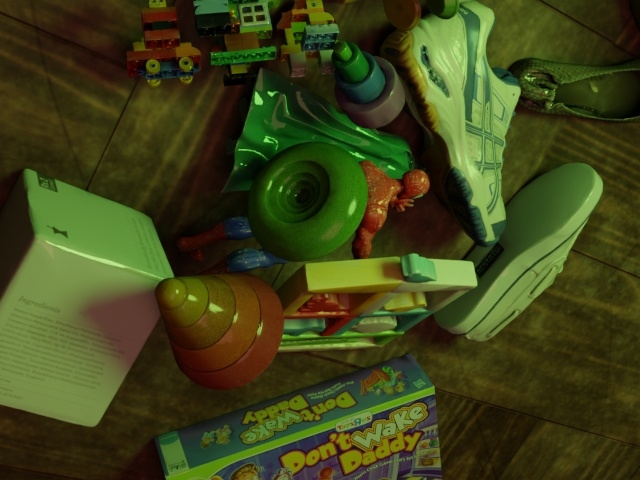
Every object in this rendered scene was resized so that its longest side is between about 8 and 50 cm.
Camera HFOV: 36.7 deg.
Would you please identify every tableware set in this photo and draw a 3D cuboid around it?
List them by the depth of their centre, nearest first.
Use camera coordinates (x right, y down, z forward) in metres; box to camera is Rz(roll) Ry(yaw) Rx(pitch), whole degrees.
[{"bbox_3d":[0.068,-0.254,0.932,0.024,0.154,0.104,-30,114,-35],"label":"tableware set"}]

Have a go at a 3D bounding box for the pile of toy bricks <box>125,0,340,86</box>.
[{"bbox_3d":[-0.083,-0.220,0.923,0.212,0.105,0.118,-7,161,-12],"label":"pile of toy bricks"}]

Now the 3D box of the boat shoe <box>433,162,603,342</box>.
[{"bbox_3d":[0.256,0.023,1.190,0.088,0.096,0.267,29,105,-36],"label":"boat shoe"}]

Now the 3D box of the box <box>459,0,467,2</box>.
[{"bbox_3d":[0.229,-0.363,0.895,0.262,0.126,0.231,-14,146,-14],"label":"box"}]

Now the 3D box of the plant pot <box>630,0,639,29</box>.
[{"bbox_3d":[0.547,-0.289,1.020,0.323,0.280,0.323,-10,121,-18],"label":"plant pot"}]

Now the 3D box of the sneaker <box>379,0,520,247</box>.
[{"bbox_3d":[0.176,-0.122,1.068,0.131,0.112,0.296,-32,128,-9],"label":"sneaker"}]

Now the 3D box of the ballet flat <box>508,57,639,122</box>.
[{"bbox_3d":[0.334,-0.174,1.131,0.250,0.058,0.084,2,117,-22],"label":"ballet flat"}]

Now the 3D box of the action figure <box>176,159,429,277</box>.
[{"bbox_3d":[0.000,0.000,1.033,0.280,0.091,0.139,-23,145,21],"label":"action figure"}]

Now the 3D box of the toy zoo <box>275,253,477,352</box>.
[{"bbox_3d":[0.038,0.070,1.055,0.192,0.030,0.293,0,159,-22],"label":"toy zoo"}]

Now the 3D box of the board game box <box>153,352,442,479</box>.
[{"bbox_3d":[-0.017,0.308,1.248,0.347,0.078,0.233,-17,122,-12],"label":"board game box"}]

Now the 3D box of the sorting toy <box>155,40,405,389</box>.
[{"bbox_3d":[-0.047,-0.038,0.904,0.365,0.127,0.126,-58,149,-7],"label":"sorting toy"}]

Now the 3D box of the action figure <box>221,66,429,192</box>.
[{"bbox_3d":[0.017,-0.094,1.047,0.232,0.063,0.137,13,110,-23],"label":"action figure"}]

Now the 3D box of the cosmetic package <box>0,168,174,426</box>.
[{"bbox_3d":[-0.262,0.057,0.967,0.151,0.151,0.183,23,108,-31],"label":"cosmetic package"}]
